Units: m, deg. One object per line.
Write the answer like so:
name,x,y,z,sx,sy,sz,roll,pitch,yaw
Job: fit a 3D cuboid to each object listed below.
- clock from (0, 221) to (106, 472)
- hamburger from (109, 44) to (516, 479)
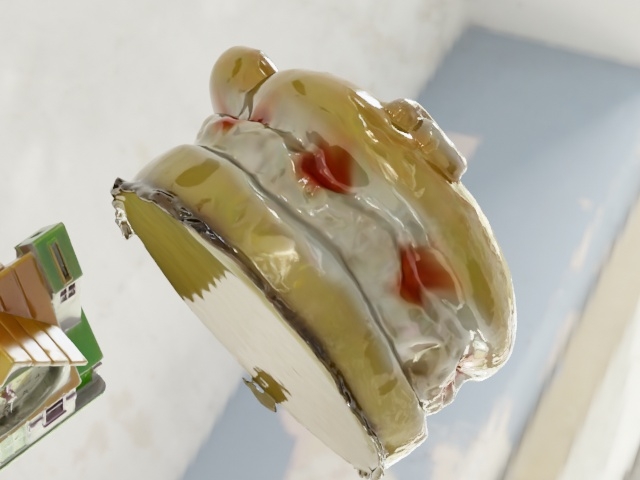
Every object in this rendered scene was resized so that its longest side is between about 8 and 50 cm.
clock,-0.329,0.112,1.662,0.235,0.166,0.309,-37,-17,-23
hamburger,0.000,0.000,1.180,0.186,0.303,0.261,-44,-45,-16
